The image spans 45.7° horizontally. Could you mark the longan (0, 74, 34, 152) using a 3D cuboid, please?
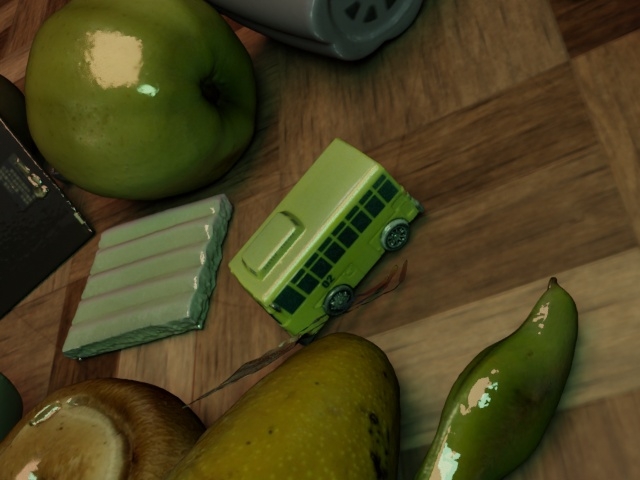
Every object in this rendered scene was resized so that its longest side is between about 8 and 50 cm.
[{"bbox_3d":[-0.571,-0.157,1.157,0.258,0.258,0.258,-20,50,25],"label":"longan"}]

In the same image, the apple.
[{"bbox_3d":[-0.212,-0.180,0.913,0.279,0.279,0.279,-20,50,25],"label":"apple"}]

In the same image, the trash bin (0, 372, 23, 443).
[{"bbox_3d":[-0.438,0.329,0.684,0.280,0.280,0.432,-24,45,22],"label":"trash bin"}]

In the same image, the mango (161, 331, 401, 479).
[{"bbox_3d":[-0.026,0.194,0.519,0.329,0.176,0.176,-50,15,-32],"label":"mango"}]

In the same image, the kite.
[{"bbox_3d":[-0.015,0.079,0.633,0.229,0.016,0.127,-31,0,-21],"label":"kite"}]

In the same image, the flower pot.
[{"bbox_3d":[-0.015,-0.337,0.858,0.265,0.265,0.243,-46,54,1],"label":"flower pot"}]

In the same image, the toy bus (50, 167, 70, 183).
[{"bbox_3d":[-0.331,-0.108,1.080,0.130,0.037,0.052,0,62,38],"label":"toy bus"}]

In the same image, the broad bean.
[{"bbox_3d":[0.101,0.172,0.536,0.075,0.067,0.325,27,83,8],"label":"broad bean"}]

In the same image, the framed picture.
[{"bbox_3d":[-0.506,0.000,1.035,0.338,0.014,0.255,-41,86,7],"label":"framed picture"}]

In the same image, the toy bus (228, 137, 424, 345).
[{"bbox_3d":[0.000,0.000,0.709,0.175,0.101,0.088,-49,44,-1],"label":"toy bus"}]

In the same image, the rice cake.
[{"bbox_3d":[-0.201,0.041,0.876,0.198,0.037,0.189,-9,56,32],"label":"rice cake"}]

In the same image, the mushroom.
[{"bbox_3d":[-0.196,0.234,0.648,0.253,0.153,0.253,-15,49,18],"label":"mushroom"}]
